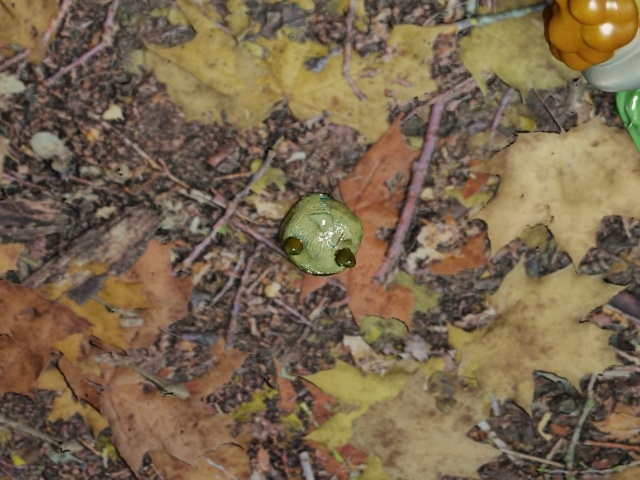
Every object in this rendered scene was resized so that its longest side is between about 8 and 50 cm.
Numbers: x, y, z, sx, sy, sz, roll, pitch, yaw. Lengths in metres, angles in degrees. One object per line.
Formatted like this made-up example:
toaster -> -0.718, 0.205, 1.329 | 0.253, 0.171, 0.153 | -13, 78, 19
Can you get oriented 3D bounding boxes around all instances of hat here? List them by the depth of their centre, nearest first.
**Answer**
hat -> 0.000, 0.001, 1.901 | 0.077, 0.059, 0.076 | 31, 113, -9

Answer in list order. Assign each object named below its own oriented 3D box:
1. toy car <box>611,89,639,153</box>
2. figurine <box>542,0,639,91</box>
toy car -> 0.440, -0.067, 1.766 | 0.358, 0.176, 0.213 | 39, 114, -18
figurine -> 0.239, -0.313, 1.601 | 0.205, 0.224, 0.382 | -16, 118, 15
